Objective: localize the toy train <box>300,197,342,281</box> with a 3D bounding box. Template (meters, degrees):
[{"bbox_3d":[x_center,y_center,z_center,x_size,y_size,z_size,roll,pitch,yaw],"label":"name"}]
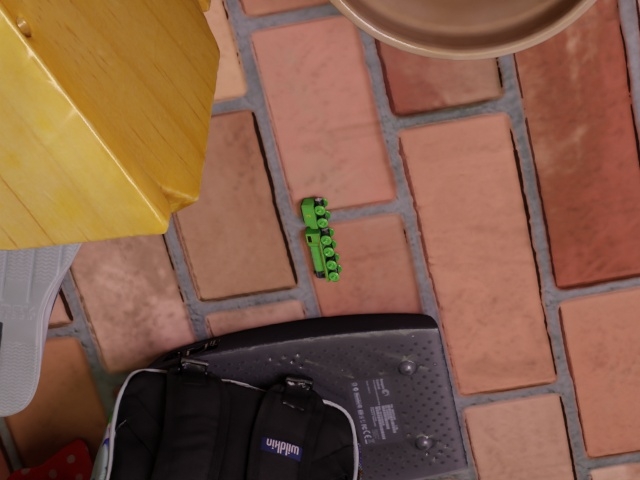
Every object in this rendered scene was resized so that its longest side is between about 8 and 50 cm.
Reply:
[{"bbox_3d":[0.000,0.000,1.632,0.023,0.017,0.083,-2,123,15],"label":"toy train"}]

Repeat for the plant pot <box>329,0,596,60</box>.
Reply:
[{"bbox_3d":[0.102,-0.256,1.407,0.237,0.110,0.237,1,122,2],"label":"plant pot"}]

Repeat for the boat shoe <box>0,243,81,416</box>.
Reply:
[{"bbox_3d":[-0.253,0.006,1.595,0.109,0.094,0.302,9,124,-16],"label":"boat shoe"}]

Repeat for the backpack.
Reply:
[{"bbox_3d":[-0.086,0.244,1.586,0.225,0.253,0.191,12,123,-6],"label":"backpack"}]

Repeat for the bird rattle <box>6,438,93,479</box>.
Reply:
[{"bbox_3d":[-0.218,0.317,1.749,0.253,0.143,0.207,38,100,-25],"label":"bird rattle"}]

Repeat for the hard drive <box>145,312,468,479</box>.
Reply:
[{"bbox_3d":[-0.010,0.144,1.702,0.254,0.054,0.172,-9,122,8],"label":"hard drive"}]

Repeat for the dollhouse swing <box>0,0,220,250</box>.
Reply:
[{"bbox_3d":[-0.286,-0.133,1.356,0.305,0.347,0.315,-27,118,17],"label":"dollhouse swing"}]
